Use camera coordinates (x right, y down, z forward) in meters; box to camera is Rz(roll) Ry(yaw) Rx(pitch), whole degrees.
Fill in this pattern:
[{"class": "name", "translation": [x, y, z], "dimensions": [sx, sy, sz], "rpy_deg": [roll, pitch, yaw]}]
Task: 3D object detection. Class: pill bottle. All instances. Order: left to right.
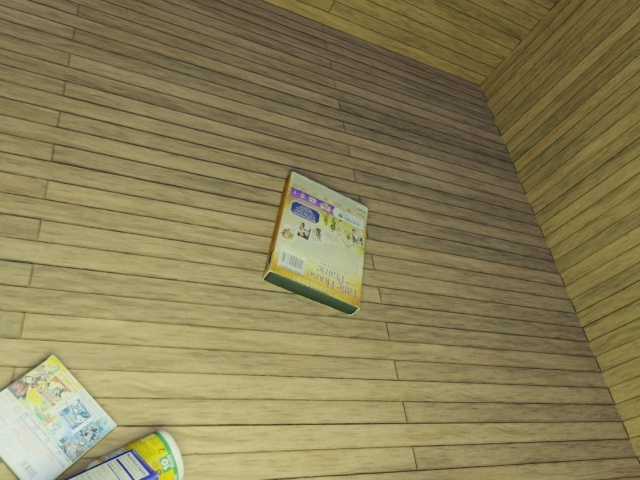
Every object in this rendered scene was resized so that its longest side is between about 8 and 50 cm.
[{"class": "pill bottle", "translation": [-0.386, 0.470, 1.043], "dimensions": [0.208, 0.117, 0.118], "rpy_deg": [-16, 68, -40]}]

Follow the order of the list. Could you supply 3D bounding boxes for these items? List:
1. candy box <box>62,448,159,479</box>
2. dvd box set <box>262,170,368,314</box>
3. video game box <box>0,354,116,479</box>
[{"class": "candy box", "translation": [-0.418, 0.542, 0.870], "dimensions": [0.317, 0.122, 0.269], "rpy_deg": [-14, 110, -38]}, {"class": "dvd box set", "translation": [0.000, 0.000, 1.679], "dimensions": [0.307, 0.062, 0.421], "rpy_deg": [23, 48, -18]}, {"class": "video game box", "translation": [-0.552, 0.365, 1.060], "dimensions": [0.205, 0.048, 0.187], "rpy_deg": [46, 49, 4]}]
